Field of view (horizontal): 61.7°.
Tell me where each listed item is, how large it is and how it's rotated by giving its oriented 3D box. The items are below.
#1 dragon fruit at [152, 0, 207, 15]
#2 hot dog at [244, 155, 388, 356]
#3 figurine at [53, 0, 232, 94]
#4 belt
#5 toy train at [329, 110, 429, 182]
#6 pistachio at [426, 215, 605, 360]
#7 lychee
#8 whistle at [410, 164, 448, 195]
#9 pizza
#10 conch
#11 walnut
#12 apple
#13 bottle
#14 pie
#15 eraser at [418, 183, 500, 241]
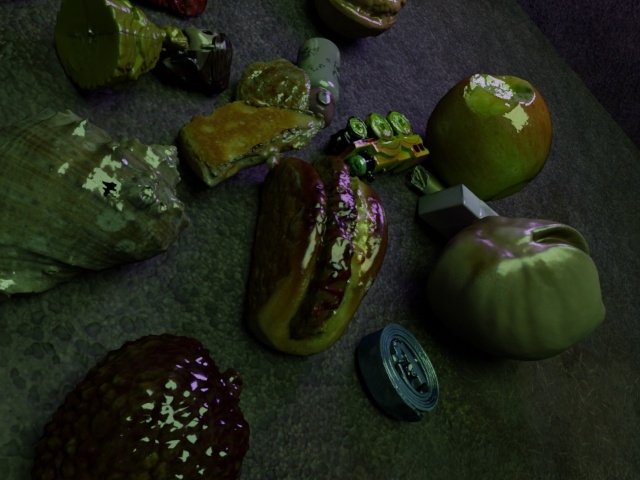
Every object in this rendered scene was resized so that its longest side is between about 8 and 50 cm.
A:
[{"bbox_3d":[-0.342,-0.635,1.120,0.330,0.302,0.240,47,11,-31],"label":"dragon fruit"},{"bbox_3d":[-0.002,0.000,0.999,0.185,0.223,0.406,25,53,-32],"label":"hot dog"},{"bbox_3d":[-0.295,-0.364,1.001,0.315,0.187,0.168,-20,90,-51],"label":"figurine"},{"bbox_3d":[0.157,0.268,1.080,0.141,0.082,0.190,-28,85,-48],"label":"belt"},{"bbox_3d":[0.145,-0.231,1.334,0.296,0.100,0.161,-21,79,-45],"label":"toy train"},{"bbox_3d":[0.446,0.114,1.215,0.445,0.365,0.282,26,37,-27],"label":"pistachio"},{"bbox_3d":[-0.217,0.245,0.677,0.271,0.236,0.236,-34,90,-21],"label":"lychee"},{"bbox_3d":[0.369,-0.093,1.480,0.326,0.057,0.068,36,48,-20],"label":"whistle"},{"bbox_3d":[-0.130,-0.203,1.041,0.296,0.071,0.189,-30,56,-26],"label":"pizza"},{"bbox_3d":[-0.357,-0.076,0.761,0.297,0.210,0.352,42,42,6],"label":"conch"},{"bbox_3d":[0.103,-0.671,1.462,0.256,0.224,0.257,18,52,-24],"label":"walnut"},{"bbox_3d":[0.460,-0.271,1.464,0.339,0.339,0.340,20,55,-31],"label":"apple"},{"bbox_3d":[-0.008,-0.367,1.277,0.109,0.110,0.234,23,53,-29],"label":"bottle"},{"bbox_3d":[-0.102,-0.312,1.158,0.163,0.079,0.194,16,65,-5],"label":"pie"},{"bbox_3d":[0.446,0.010,1.402,0.396,0.213,0.082,36,68,-19],"label":"eraser"}]
